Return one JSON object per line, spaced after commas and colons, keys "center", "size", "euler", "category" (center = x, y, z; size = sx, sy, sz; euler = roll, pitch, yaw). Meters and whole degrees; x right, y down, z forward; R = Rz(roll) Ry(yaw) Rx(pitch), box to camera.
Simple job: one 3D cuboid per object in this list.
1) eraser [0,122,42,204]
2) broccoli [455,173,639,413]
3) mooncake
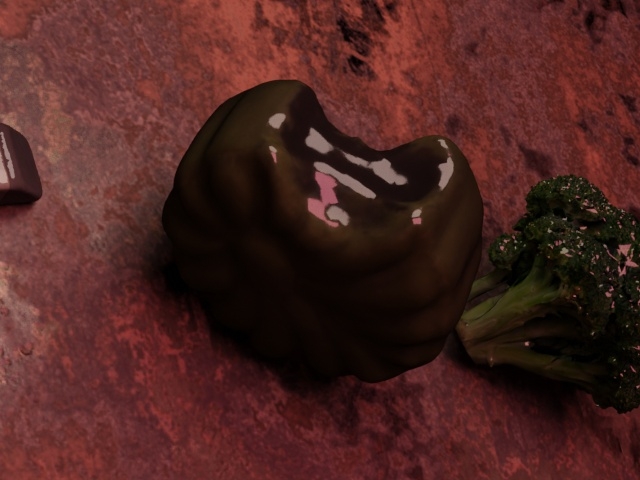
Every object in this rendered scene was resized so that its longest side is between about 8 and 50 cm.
{"center": [-0.445, -0.073, 1.571], "size": [0.352, 0.061, 0.089], "euler": [-6, 68, -36], "category": "eraser"}
{"center": [0.303, 0.068, 1.899], "size": [0.308, 0.275, 0.308], "euler": [-19, 90, -83], "category": "broccoli"}
{"center": [0.000, 0.000, 1.662], "size": [0.351, 0.351, 0.187], "euler": [36, 52, -12], "category": "mooncake"}
